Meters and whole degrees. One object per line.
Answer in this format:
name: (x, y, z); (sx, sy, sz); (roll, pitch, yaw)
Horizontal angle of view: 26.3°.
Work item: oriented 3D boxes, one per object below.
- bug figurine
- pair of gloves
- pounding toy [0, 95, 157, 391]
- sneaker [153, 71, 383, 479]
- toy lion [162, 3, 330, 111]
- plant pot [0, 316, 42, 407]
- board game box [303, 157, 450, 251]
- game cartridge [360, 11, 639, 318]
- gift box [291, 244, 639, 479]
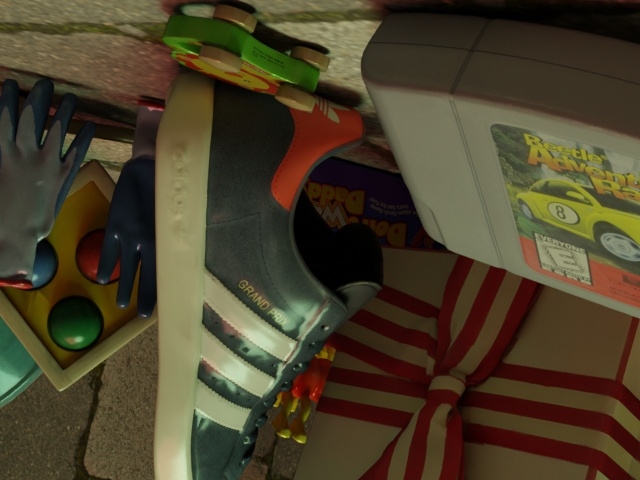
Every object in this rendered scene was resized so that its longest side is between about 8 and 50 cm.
bug figurine: (-0.016, 0.089, 1.160); (0.216, 0.072, 0.279); (19, -171, -28)
pair of gloves: (-0.164, -0.031, 0.988); (0.198, 0.159, 0.023); (9, -179, -1)
pounding toy: (-0.188, -0.023, 1.048); (0.206, 0.181, 0.094); (54, 173, -9)
sneaker: (-0.034, 0.059, 0.917); (0.148, 0.350, 0.131); (2, -149, -3)
toy lion: (-0.051, -0.104, 0.776); (0.096, 0.034, 0.100); (15, 175, 42)
plant pot: (-0.385, -0.005, 1.213); (0.272, 0.271, 0.255); (8, 155, 30)
board game box: (0.000, 0.000, 1.210); (0.233, 0.078, 0.347); (15, 171, -14)
game cartridge: (0.164, -0.020, 0.665); (0.294, 0.060, 0.196); (20, 156, 25)
gift box: (0.119, 0.155, 0.970); (0.276, 0.255, 0.258); (0, 153, 35)
